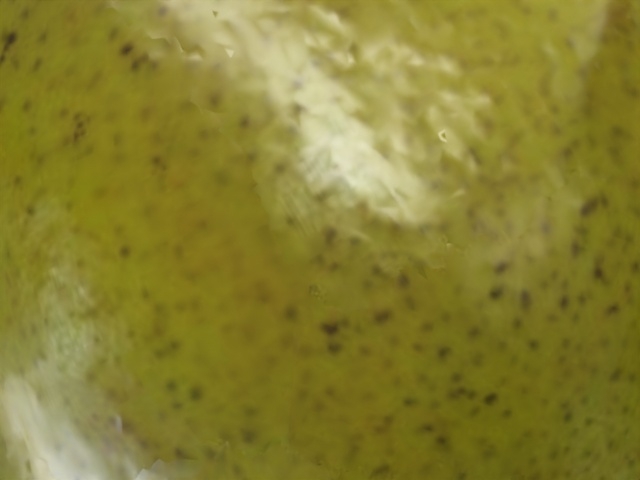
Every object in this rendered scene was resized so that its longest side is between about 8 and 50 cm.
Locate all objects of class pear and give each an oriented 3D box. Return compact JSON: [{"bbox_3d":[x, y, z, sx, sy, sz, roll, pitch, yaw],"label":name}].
[{"bbox_3d":[0.000,0.000,0.616,0.294,0.294,0.294,-11,63,22],"label":"pear"}]
